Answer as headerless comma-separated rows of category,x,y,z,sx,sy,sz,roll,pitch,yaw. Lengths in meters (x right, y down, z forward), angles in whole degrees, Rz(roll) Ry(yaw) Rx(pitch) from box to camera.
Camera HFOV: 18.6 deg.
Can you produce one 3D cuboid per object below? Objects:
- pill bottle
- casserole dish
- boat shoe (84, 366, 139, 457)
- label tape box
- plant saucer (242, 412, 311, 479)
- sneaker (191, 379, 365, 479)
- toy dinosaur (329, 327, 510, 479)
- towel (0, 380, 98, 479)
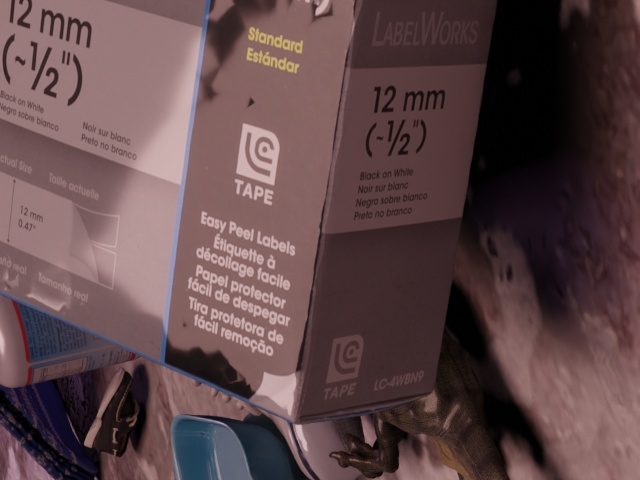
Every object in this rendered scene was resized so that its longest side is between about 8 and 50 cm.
pill bottle,-0.234,0.075,1.649,0.087,0.160,0.087,168,90,-69
casserole dish,-0.055,0.171,1.320,0.188,0.037,0.114,175,84,-68
boat shoe,-0.177,0.154,1.721,0.125,0.038,0.046,117,179,-51
label tape box,-0.043,-0.117,0.942,0.249,0.115,0.348,20,109,39
plant saucer,-0.006,0.204,1.316,0.195,0.037,0.195,168,90,-68
sneaker,-0.046,0.068,1.236,0.094,0.091,0.258,56,-175,-43
toy dinosaur,0.064,0.102,1.056,0.268,0.064,0.118,56,143,38
towel,-0.329,0.079,1.873,0.243,0.040,0.336,59,-179,44
